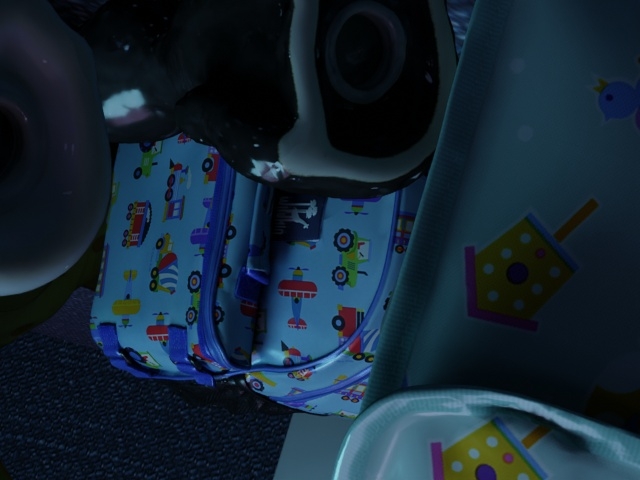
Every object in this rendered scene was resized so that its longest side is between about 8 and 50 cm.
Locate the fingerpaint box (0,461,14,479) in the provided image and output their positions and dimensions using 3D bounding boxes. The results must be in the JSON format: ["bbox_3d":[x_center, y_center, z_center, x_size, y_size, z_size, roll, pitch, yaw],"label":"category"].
[{"bbox_3d":[-0.316,0.055,0.856,0.444,0.163,0.371,55,169,-28],"label":"fingerpaint box"}]

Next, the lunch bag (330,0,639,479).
[{"bbox_3d":[0.123,0.060,0.548,0.223,0.262,0.160,17,171,9],"label":"lunch bag"}]

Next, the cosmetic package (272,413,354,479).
[{"bbox_3d":[0.157,0.096,0.895,0.155,0.197,0.366,24,170,-36],"label":"cosmetic package"}]

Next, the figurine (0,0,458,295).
[{"bbox_3d":[-0.096,-0.046,0.626,0.215,0.092,0.209,-16,-169,-30],"label":"figurine"}]

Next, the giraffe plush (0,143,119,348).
[{"bbox_3d":[-0.125,-0.019,0.925,0.170,0.210,0.181,-11,-168,-38],"label":"giraffe plush"}]

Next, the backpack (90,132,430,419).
[{"bbox_3d":[0.000,0.000,0.754,0.117,0.158,0.173,17,171,-39],"label":"backpack"}]
